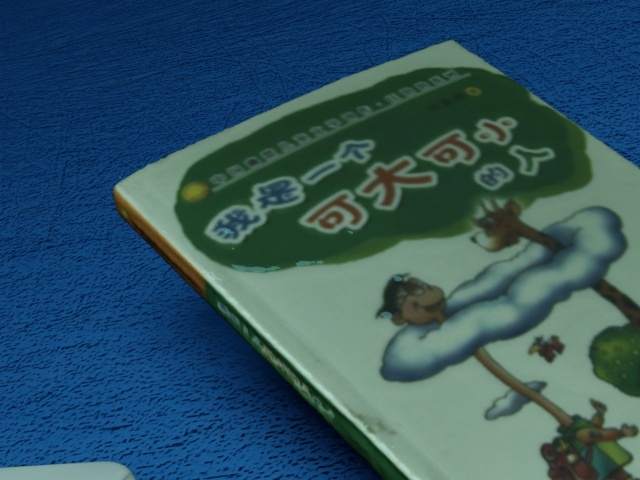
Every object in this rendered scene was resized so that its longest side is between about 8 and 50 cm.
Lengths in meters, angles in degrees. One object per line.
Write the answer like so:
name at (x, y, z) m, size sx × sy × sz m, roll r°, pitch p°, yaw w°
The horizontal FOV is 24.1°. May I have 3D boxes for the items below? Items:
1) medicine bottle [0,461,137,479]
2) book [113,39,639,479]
medicine bottle at (-0.186, 0.174, 0.806) m, size 0.183 × 0.069 × 0.119 m, roll -5°, pitch 30°, yaw 19°
book at (0.093, 0.025, 0.814) m, size 0.260 × 0.043 × 0.371 m, roll -25°, pitch 48°, yaw -29°
